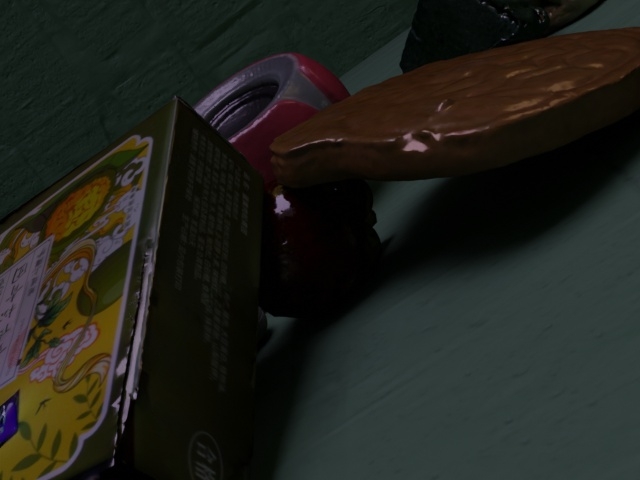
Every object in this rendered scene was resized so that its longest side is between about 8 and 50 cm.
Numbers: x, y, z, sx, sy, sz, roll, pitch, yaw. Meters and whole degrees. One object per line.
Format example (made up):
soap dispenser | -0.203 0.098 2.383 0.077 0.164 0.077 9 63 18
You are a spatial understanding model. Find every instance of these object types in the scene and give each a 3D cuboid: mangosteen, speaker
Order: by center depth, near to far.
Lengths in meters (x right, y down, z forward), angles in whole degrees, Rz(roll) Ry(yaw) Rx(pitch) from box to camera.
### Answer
mangosteen | -0.001 0.009 0.917 0.156 0.181 0.145 -47 46 42
speaker | -0.083 -0.121 1.238 0.294 0.294 0.294 -35 13 9

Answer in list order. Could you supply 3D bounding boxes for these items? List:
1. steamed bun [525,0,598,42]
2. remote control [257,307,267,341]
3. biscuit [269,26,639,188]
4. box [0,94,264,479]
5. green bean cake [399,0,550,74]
steamed bun | 0.361 -0.426 1.398 0.141 0.155 0.172 -46 15 -30
remote control | -0.131 0.146 0.926 0.078 0.042 0.221 -23 17 48
biscuit | 0.155 -0.148 0.876 0.365 0.062 0.385 -2 21 40
box | -0.234 0.118 0.768 0.373 0.138 0.420 -29 38 24
green bean cake | 0.241 -0.313 1.394 0.107 0.193 0.208 -24 -34 -41
